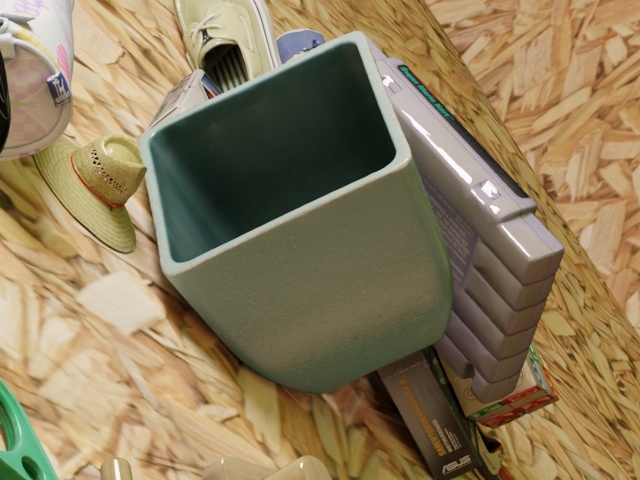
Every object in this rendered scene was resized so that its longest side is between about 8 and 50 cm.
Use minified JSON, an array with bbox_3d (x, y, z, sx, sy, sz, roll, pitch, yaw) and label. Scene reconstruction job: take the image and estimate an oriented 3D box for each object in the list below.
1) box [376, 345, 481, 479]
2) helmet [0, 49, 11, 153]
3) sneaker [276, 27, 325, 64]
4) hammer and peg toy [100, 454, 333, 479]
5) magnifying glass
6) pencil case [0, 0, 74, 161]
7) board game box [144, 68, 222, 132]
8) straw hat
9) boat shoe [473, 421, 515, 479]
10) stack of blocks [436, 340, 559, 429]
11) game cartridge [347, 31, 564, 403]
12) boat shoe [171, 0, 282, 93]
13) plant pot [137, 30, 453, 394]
[{"bbox_3d":[0.111,0.137,2.206,0.183,0.056,0.231,60,11,-21],"label":"box"},{"bbox_3d":[-0.298,-0.118,1.363,0.169,0.169,0.161,62,0,30],"label":"helmet"},{"bbox_3d":[0.047,-0.126,2.599,0.315,0.127,0.182,41,21,-20],"label":"sneaker"},{"bbox_3d":[-0.002,0.265,1.338,0.361,0.127,0.266,25,40,-48],"label":"hammer and peg toy"},{"bbox_3d":[-0.190,0.164,1.319,0.231,0.026,0.092,54,14,-2],"label":"magnifying glass"},{"bbox_3d":[-0.268,-0.173,1.683,0.273,0.113,0.124,-100,172,-62],"label":"pencil case"},{"bbox_3d":[-0.064,-0.037,2.134,0.305,0.053,0.193,51,13,-11],"label":"board game box"},{"bbox_3d":[-0.191,-0.062,1.777,0.144,0.061,0.144,48,15,-17],"label":"straw hat"},{"bbox_3d":[0.191,0.246,2.302,0.137,0.043,0.049,48,13,-25],"label":"boat shoe"},{"bbox_3d":[0.162,0.057,2.241,0.297,0.087,0.171,67,10,15],"label":"stack of blocks"},{"bbox_3d":[0.109,-0.029,2.049,0.068,0.230,0.355,-17,52,-33],"label":"game cartridge"},{"bbox_3d":[-0.107,-0.228,2.351,0.094,0.109,0.302,23,36,-60],"label":"boat shoe"},{"bbox_3d":[0.000,0.000,1.905,0.252,0.248,0.247,60,8,-35],"label":"plant pot"}]
